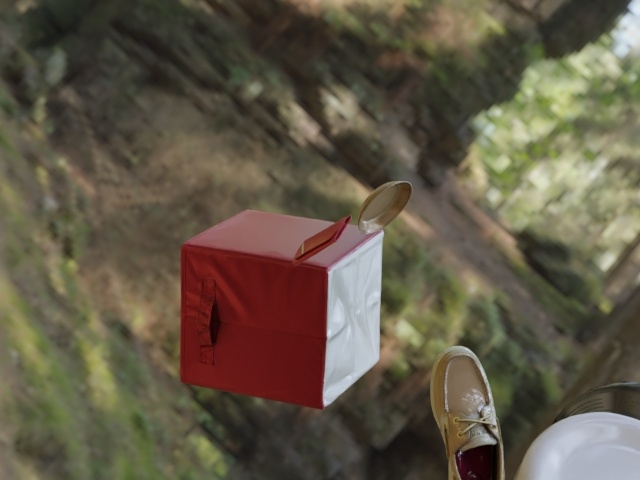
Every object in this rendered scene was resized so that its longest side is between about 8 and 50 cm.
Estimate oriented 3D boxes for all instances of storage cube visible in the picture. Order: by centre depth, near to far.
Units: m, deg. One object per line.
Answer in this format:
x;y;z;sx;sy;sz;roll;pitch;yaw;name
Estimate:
-0.046;0.081;2.041;0.193;0.183;0.215;9;18;21;storage cube

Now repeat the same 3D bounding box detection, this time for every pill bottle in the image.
0.176;0.234;1.152;0.131;0.131;0.229;38;-37;21;pill bottle

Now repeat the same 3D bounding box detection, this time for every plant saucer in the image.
0.074;-0.043;1.987;0.015;0.083;0.083;47;-9;26;plant saucer

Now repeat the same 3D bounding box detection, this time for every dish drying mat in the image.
0.000;0.000;1.519;0.008;0.032;0.083;40;-31;-12;dish drying mat

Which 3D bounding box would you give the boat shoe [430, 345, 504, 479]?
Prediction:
0.115;0.146;1.244;0.045;0.050;0.135;-166;-117;-76;boat shoe

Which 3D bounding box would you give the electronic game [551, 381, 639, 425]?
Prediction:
0.287;0.222;1.396;0.229;0.048;0.229;23;-52;32;electronic game
